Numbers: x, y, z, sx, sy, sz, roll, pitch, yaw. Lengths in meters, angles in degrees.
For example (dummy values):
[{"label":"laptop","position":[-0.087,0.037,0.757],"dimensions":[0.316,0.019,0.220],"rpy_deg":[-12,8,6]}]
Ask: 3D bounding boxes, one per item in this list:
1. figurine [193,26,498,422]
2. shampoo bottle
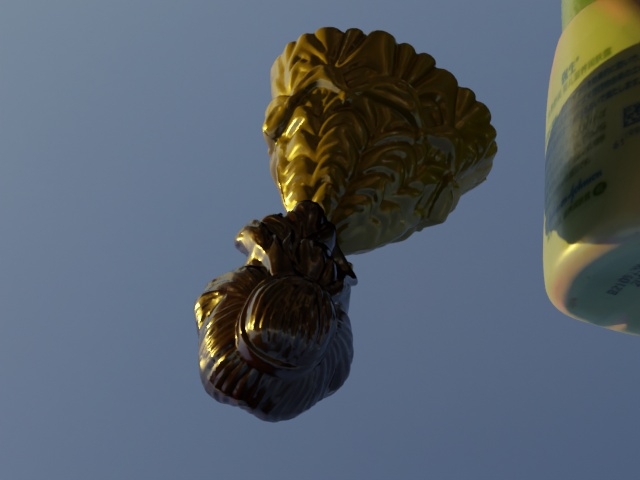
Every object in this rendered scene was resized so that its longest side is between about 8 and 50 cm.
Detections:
[{"label":"figurine","position":[-0.002,0.002,1.118],"dimensions":[0.168,0.187,0.315],"rpy_deg":[-25,-153,41]},{"label":"shampoo bottle","position":[0.261,-0.112,1.198],"dimensions":[0.151,0.222,0.350],"rpy_deg":[14,-122,-13]}]
